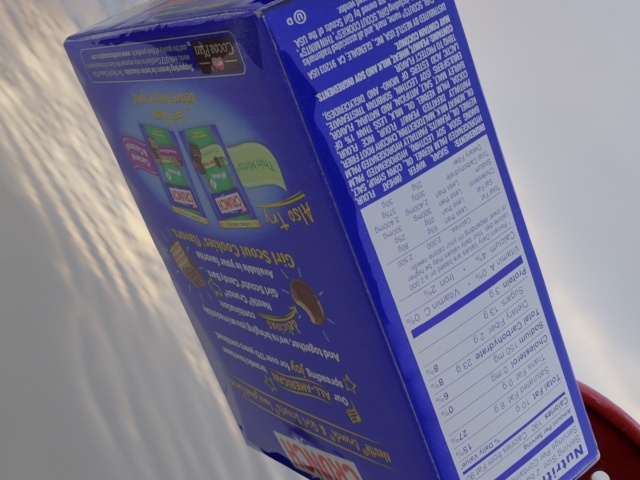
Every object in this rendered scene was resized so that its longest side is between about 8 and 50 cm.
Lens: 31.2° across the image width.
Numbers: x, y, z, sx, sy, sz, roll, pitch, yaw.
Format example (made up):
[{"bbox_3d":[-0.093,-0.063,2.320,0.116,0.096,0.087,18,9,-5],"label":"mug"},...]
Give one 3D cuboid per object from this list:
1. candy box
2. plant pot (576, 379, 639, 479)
[{"bbox_3d":[0.000,0.000,0.684,0.268,0.122,0.317,12,-54,58],"label":"candy box"},{"bbox_3d":[0.153,0.216,0.823,0.191,0.174,0.191,30,27,-17],"label":"plant pot"}]
